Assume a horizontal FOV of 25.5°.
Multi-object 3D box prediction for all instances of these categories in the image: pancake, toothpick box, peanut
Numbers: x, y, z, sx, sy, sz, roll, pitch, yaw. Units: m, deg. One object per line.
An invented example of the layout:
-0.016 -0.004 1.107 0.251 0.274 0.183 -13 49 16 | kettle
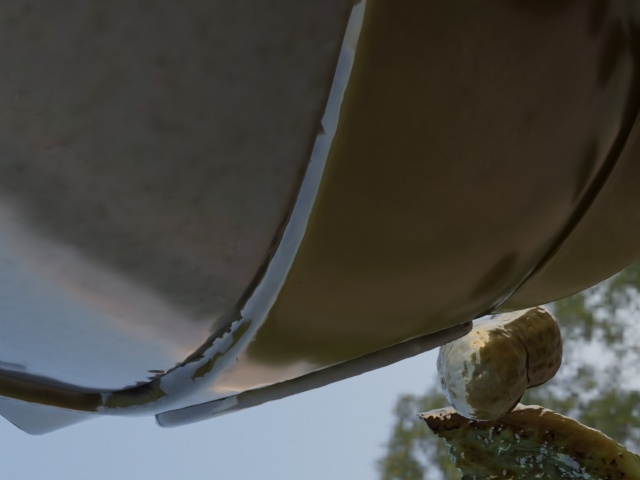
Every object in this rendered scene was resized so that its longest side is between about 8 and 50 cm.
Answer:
0.270 0.301 1.618 0.197 0.376 0.054 -61 -14 -8 | pancake
-0.067 -0.127 0.564 0.425 0.409 0.409 33 -117 -48 | toothpick box
0.157 0.101 1.236 0.193 0.089 0.089 -18 -71 -56 | peanut
